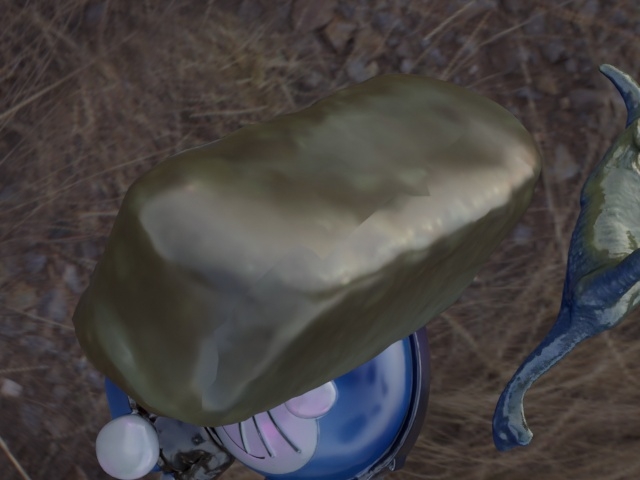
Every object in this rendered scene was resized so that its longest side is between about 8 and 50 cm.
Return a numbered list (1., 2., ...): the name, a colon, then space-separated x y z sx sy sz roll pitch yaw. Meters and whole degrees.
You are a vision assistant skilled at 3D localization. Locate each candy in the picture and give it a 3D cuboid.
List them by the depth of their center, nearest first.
1. candy: 0.000 0.000 0.607 0.102 0.104 0.234 44 42 17

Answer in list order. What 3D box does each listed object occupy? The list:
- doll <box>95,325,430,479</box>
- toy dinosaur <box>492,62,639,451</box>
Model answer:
1. doll: -0.044 0.126 1.286 0.310 0.240 0.284 -13 84 25
2. toy dinosaur: 0.180 0.007 0.931 0.075 0.188 0.247 23 47 -31
